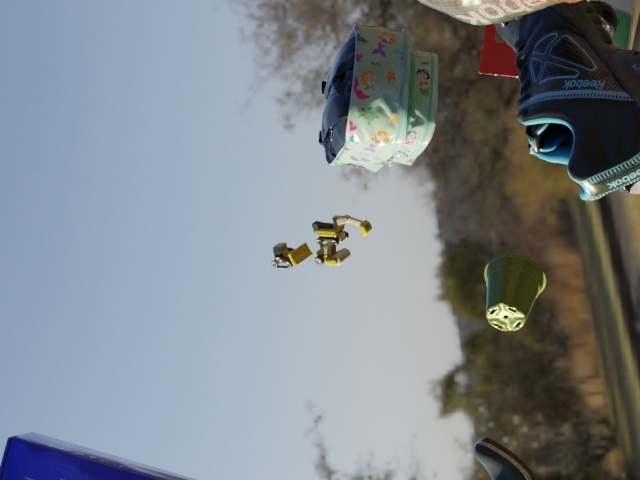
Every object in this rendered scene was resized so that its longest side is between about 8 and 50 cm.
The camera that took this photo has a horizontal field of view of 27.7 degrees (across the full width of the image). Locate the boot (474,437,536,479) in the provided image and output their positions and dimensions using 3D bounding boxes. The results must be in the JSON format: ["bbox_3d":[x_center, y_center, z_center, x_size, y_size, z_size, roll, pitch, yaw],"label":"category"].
[{"bbox_3d":[0.301,0.439,2.159,0.198,0.137,0.077,46,159,3],"label":"boot"}]

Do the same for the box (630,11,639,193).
[{"bbox_3d":[0.481,-0.211,1.891,0.183,0.056,0.231,69,-146,-53],"label":"box"}]

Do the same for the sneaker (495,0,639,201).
[{"bbox_3d":[0.246,-0.166,1.336,0.125,0.140,0.341,51,-176,-35],"label":"sneaker"}]

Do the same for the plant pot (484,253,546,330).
[{"bbox_3d":[0.249,0.074,1.708,0.079,0.083,0.083,-67,-28,-43],"label":"plant pot"}]

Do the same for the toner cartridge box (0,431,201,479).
[{"bbox_3d":[-0.208,0.346,1.497,0.075,0.348,0.165,19,-94,-81],"label":"toner cartridge box"}]

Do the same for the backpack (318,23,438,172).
[{"bbox_3d":[0.095,-0.234,2.127,0.253,0.191,0.225,97,178,-78],"label":"backpack"}]

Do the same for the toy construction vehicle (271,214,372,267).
[{"bbox_3d":[0.000,0.000,1.500,0.086,0.098,0.035,-35,-64,-41],"label":"toy construction vehicle"}]

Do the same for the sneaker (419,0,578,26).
[{"bbox_3d":[0.195,-0.264,1.239,0.135,0.276,0.097,41,-123,-66],"label":"sneaker"}]

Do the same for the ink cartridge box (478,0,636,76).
[{"bbox_3d":[0.364,-0.335,1.991,0.056,0.225,0.181,50,-130,-74],"label":"ink cartridge box"}]

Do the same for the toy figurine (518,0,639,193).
[{"bbox_3d":[0.379,-0.187,1.693,0.213,0.148,0.209,40,175,23],"label":"toy figurine"}]
